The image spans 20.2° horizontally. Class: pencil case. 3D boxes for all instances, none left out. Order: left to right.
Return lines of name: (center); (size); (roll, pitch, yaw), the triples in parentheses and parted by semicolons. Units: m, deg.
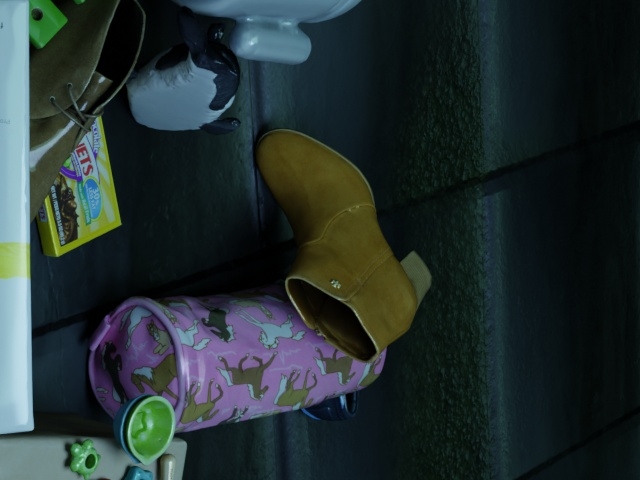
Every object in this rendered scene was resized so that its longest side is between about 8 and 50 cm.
pencil case: (-0.092, 0.127, 2.111); (0.386, 0.167, 0.160); (-8, 100, -51)

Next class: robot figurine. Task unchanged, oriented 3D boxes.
robot figurine: (-0.060, -0.351, 2.037); (0.353, 0.200, 0.300); (-3, 96, -51)

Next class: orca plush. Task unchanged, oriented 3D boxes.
orca plush: (-0.142, -0.200, 1.927); (0.287, 0.151, 0.102); (106, 3, -74)

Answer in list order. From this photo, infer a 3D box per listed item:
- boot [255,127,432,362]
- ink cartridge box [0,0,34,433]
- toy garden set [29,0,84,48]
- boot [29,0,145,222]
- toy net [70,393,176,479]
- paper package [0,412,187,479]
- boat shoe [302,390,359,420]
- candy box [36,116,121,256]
boot: (0.000, 0.001, 2.124); (0.295, 0.104, 0.211); (45, 31, 3)
ink cartridge box: (-0.359, -0.036, 1.627); (0.160, 0.279, 0.385); (-2, 100, -19)
toy garden set: (-0.325, -0.301, 1.806); (0.204, 0.049, 0.244); (48, 64, -20)
boot: (-0.274, -0.134, 1.830); (0.112, 0.115, 0.305); (38, 63, -42)
toy net: (-0.176, 0.269, 1.859); (0.122, 0.045, 0.232); (-49, 132, -35)
paper package: (-0.312, 0.349, 1.873); (0.309, 0.168, 0.325); (8, 91, -52)
boat shoe: (0.043, 0.109, 2.344); (0.109, 0.089, 0.258); (4, 93, -52)
candy box: (-0.276, -0.096, 1.949); (0.105, 0.027, 0.206); (-31, 120, -46)
